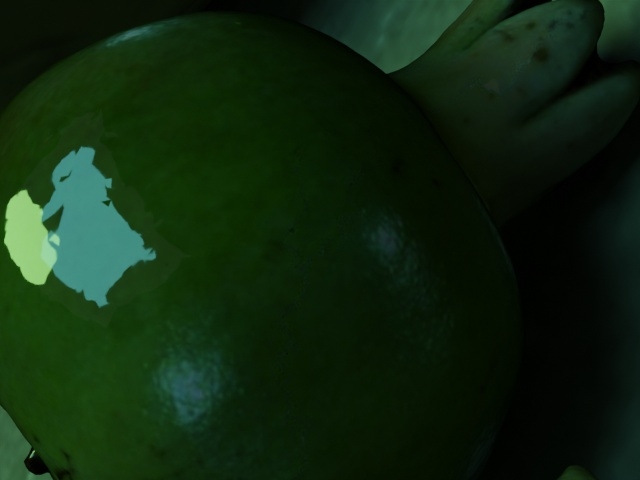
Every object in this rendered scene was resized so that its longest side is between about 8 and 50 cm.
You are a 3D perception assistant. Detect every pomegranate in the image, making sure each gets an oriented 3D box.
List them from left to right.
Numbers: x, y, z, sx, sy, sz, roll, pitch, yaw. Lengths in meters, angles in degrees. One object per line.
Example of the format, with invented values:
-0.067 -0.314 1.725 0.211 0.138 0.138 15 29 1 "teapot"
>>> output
-0.006 0.005 0.559 0.210 0.179 0.179 -38 42 20 "pomegranate"

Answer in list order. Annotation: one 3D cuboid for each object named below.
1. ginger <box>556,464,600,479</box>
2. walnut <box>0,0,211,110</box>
0.082 0.139 0.439 0.213 0.074 0.137 23 82 53 "ginger"
-0.185 -0.210 0.797 0.381 0.381 0.381 -32 48 42 "walnut"
